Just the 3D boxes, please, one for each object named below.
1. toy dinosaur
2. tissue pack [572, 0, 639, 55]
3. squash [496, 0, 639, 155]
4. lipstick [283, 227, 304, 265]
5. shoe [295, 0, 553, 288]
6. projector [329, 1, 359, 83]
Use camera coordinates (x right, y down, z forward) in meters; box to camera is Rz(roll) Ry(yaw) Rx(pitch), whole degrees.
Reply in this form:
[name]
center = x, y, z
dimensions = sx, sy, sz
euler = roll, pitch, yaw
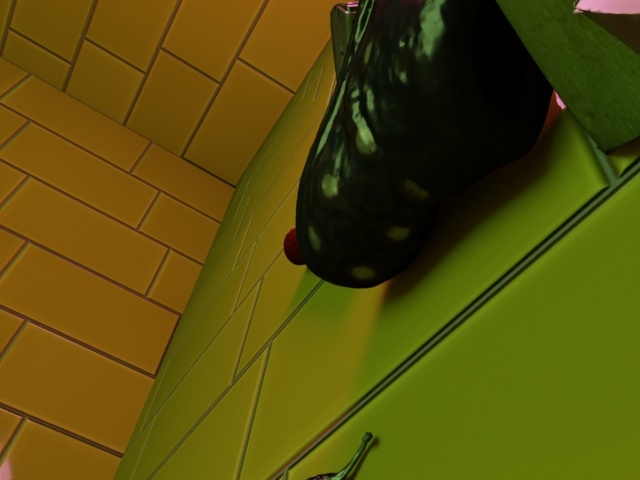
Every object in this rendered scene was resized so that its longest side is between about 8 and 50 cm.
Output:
[toy dinosaur]
center = -0.006, 0.254, 0.588
dimensions = 0.180, 0.037, 0.058
euler = -46, -4, 26
[tissue pack]
center = 0.263, -0.175, 0.269
dimensions = 0.246, 0.149, 0.092
euler = -58, 15, 18
[squash]
center = 0.184, -0.215, 0.468
dimensions = 0.137, 0.287, 0.137
euler = -36, -7, -6
[lipstick]
center = 0.000, 0.001, 0.985
dimensions = 0.073, 0.073, 0.280
euler = -64, 14, -12
[shoe]
center = 0.108, -0.111, 0.620
dimensions = 0.237, 0.171, 0.383
euler = 31, 106, 62
[projector]
center = 0.073, -0.331, 1.094
dimensions = 0.269, 0.088, 0.193
euler = -103, 6, -69
